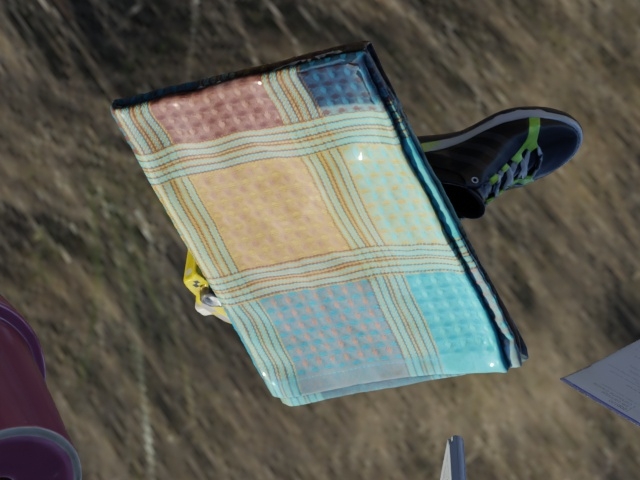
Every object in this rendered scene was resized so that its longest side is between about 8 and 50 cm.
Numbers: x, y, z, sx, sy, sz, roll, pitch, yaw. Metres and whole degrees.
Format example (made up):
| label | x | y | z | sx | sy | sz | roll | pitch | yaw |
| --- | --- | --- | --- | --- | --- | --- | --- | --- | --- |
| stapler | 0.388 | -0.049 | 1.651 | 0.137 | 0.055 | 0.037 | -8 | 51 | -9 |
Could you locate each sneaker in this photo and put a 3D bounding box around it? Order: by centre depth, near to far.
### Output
| label | x | y | z | sx | sy | sz | roll | pitch | yaw |
| --- | --- | --- | --- | --- | --- | --- | --- | --- | --- |
| sneaker | 0.145 | -0.052 | 1.547 | 0.234 | 0.097 | 0.084 | -15 | 134 | -11 |

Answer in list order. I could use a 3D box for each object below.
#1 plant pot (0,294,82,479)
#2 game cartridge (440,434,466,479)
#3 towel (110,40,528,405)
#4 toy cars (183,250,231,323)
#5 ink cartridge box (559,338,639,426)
| label | x | y | z | sx | sy | sz | roll | pitch | yaw |
| --- | --- | --- | --- | --- | --- | --- | --- | --- | --- |
| plant pot | -0.276 | 0.148 | 1.236 | 0.201 | 0.180 | 0.201 | -20 | 128 | -28 |
| game cartridge | 0.112 | 0.208 | 1.396 | 0.017 | 0.056 | 0.083 | 3 | 145 | 0 |
| towel | 0.000 | 0.000 | 1.504 | 0.271 | 0.040 | 0.370 | -11 | 126 | 27 |
| toy cars | -0.062 | 0.031 | 2.158 | 0.087 | 0.176 | 0.393 | -15 | -175 | 35 |
| ink cartridge box | 0.349 | 0.154 | 1.484 | 0.208 | 0.206 | 0.045 | -18 | 128 | -44 |
